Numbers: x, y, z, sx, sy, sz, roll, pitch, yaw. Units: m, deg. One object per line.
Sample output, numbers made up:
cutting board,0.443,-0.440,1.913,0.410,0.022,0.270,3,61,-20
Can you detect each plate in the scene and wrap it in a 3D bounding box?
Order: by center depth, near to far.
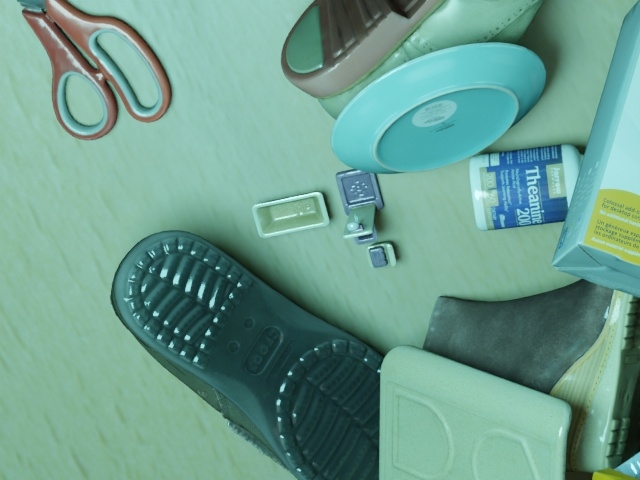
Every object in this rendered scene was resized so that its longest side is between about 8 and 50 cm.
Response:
plate,0.100,-0.099,1.425,0.188,0.188,0.024,-26,65,16

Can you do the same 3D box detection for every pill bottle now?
pill bottle,0.190,-0.047,1.483,0.120,0.067,0.067,-7,112,9

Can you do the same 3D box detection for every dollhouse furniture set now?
dollhouse furniture set,0.000,0.000,1.515,0.114,0.081,0.091,-11,111,11

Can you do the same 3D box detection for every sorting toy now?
sorting toy,0.162,0.231,1.444,0.307,0.041,0.229,18,109,46

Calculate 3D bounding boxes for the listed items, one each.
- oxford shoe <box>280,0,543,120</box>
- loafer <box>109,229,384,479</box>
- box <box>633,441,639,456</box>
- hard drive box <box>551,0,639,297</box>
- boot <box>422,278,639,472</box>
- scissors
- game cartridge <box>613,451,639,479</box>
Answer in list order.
oxford shoe,0.136,-0.213,1.414,0.348,0.123,0.130,-34,130,18
loafer,-0.045,0.113,1.563,0.366,0.130,0.134,45,77,-21
box,0.329,0.232,1.605,0.094,0.027,0.137,17,113,-2
hard drive box,0.308,-0.064,1.388,0.181,0.089,0.232,18,75,-2
boot,0.185,0.068,1.496,0.206,0.090,0.248,14,89,36
scissors,-0.241,-0.215,1.489,0.109,0.021,0.297,-28,106,19
game cartridge,0.363,0.154,1.468,0.294,0.196,0.060,-34,79,2
